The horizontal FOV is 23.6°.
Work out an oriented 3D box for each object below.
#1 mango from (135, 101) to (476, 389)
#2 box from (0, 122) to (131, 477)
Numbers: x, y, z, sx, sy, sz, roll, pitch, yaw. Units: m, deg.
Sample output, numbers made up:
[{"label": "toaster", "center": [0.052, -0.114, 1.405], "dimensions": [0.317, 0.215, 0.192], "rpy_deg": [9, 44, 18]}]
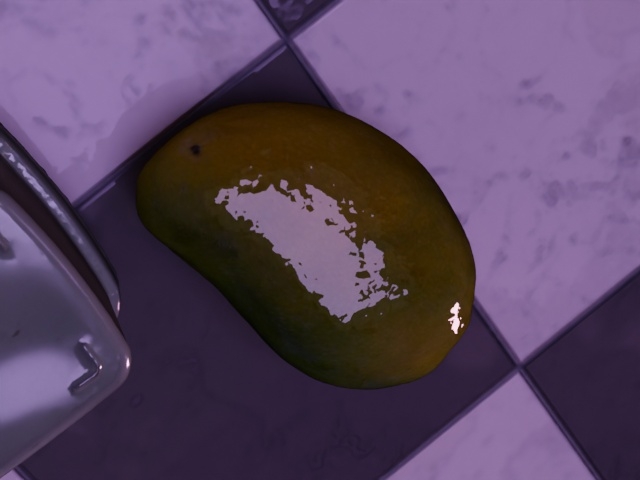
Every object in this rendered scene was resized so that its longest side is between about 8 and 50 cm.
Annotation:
[{"label": "mango", "center": [0.004, -0.001, 0.778], "dimensions": [0.122, 0.085, 0.191], "rpy_deg": [-43, 119, 3]}, {"label": "box", "center": [-0.198, 0.049, 0.699], "dimensions": [0.210, 0.129, 0.148], "rpy_deg": [-36, 116, -3]}]
